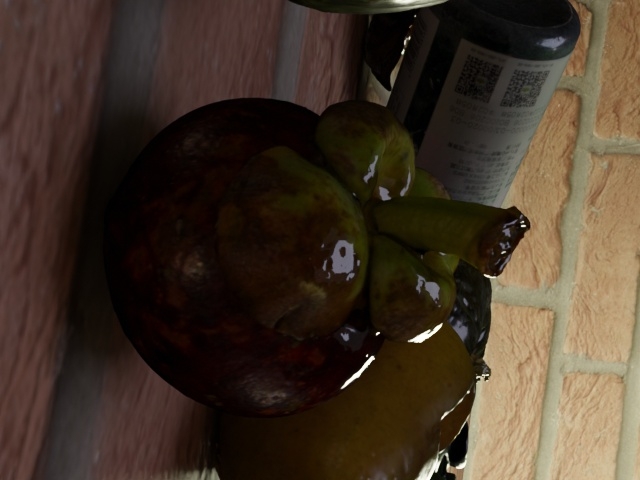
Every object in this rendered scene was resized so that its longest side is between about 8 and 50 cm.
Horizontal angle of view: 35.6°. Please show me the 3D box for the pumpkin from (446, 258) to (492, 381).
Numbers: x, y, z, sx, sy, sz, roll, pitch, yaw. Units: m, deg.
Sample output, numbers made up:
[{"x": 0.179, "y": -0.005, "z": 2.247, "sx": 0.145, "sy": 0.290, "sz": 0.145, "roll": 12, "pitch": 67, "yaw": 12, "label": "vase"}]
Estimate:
[{"x": 0.078, "y": 0.094, "z": 0.898, "sx": 0.224, "sy": 0.157, "sz": 0.223, "roll": 18, "pitch": 90, "yaw": -71, "label": "pumpkin"}]

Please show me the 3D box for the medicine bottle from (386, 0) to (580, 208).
[{"x": 0.129, "y": -0.105, "z": 0.951, "sx": 0.141, "sy": 0.141, "sz": 0.293, "roll": -65, "pitch": 174, "yaw": -52, "label": "medicine bottle"}]

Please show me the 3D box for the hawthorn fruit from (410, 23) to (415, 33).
[{"x": 0.160, "y": -0.242, "z": 1.084, "sx": 0.149, "sy": 0.149, "sz": 0.189, "roll": -11, "pitch": 103, "yaw": -76, "label": "hawthorn fruit"}]

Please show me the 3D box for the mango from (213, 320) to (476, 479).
[{"x": 0.015, "y": 0.117, "z": 0.668, "sx": 0.262, "sy": 0.167, "sz": 0.130, "roll": -47, "pitch": 128, "yaw": -62, "label": "mango"}]

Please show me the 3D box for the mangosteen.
[{"x": -0.010, "y": -0.007, "z": 0.449, "sx": 0.145, "sy": 0.181, "sz": 0.156, "roll": 49, "pitch": 36, "yaw": -5, "label": "mangosteen"}]

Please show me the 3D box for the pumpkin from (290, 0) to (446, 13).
[{"x": 0.012, "y": -0.228, "z": 0.439, "sx": 0.260, "sy": 0.189, "sz": 0.260, "roll": 177, "pitch": -90, "yaw": -83, "label": "pumpkin"}]

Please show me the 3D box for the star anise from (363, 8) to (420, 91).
[{"x": 0.074, "y": -0.211, "z": 0.937, "sx": 0.141, "sy": 0.042, "sz": 0.141, "roll": -60, "pitch": 170, "yaw": -18, "label": "star anise"}]

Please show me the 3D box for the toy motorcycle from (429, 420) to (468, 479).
[{"x": 0.156, "y": 0.369, "z": 1.423, "sx": 0.275, "sy": 0.127, "sz": 0.205, "roll": -69, "pitch": 164, "yaw": -55, "label": "toy motorcycle"}]
